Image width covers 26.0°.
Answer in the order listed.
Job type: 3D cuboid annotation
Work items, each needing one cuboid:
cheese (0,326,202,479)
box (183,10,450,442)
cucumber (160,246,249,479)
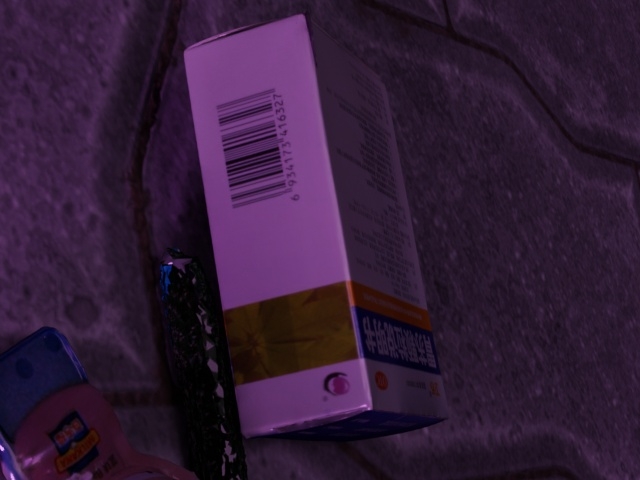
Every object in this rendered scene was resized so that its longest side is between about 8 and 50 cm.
[{"bbox_3d":[-0.120,0.189,0.862,0.286,0.074,0.189,61,32,-6],"label":"cheese"},{"bbox_3d":[0.000,0.000,1.074,0.200,0.106,0.300,23,56,-67],"label":"box"},{"bbox_3d":[-0.077,0.127,0.988,0.044,0.043,0.257,7,67,-54],"label":"cucumber"}]
